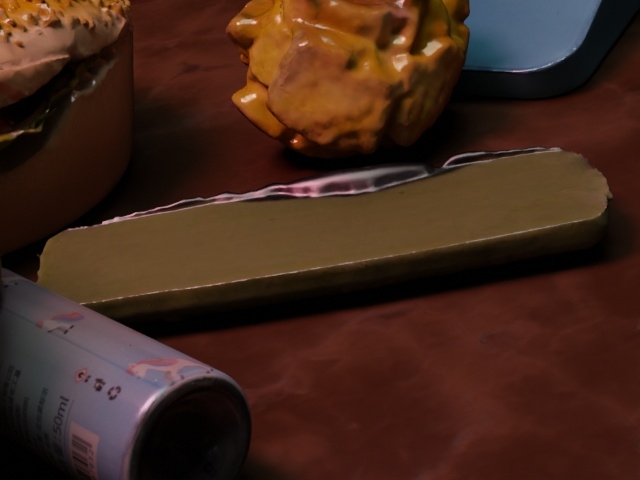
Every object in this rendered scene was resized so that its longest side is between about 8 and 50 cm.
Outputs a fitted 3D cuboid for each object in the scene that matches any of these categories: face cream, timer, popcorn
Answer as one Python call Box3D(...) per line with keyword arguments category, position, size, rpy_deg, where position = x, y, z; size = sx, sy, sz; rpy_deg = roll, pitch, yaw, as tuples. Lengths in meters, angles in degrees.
Box3D(category="face cream", position=(-0.134, 0.062, 0.692), size=(0.229, 0.075, 0.075), rpy_deg=(20, 41, 42))
Box3D(category="timer", position=(0.118, -0.180, 1.080), size=(0.232, 0.091, 0.250), rpy_deg=(8, 46, 28))
Box3D(category="popcorn", position=(0.018, -0.122, 0.922), size=(0.148, 0.152, 0.167), rpy_deg=(20, 54, 17))

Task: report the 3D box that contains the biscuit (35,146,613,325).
Box3D(category="biscuit", position=(0.000, 0.000, 0.801), size=(0.322, 0.038, 0.099), rpy_deg=(-9, 32, 0))

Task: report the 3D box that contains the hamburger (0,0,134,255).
Box3D(category="hamburger", position=(-0.256, -0.101, 0.926), size=(0.302, 0.170, 0.302), rpy_deg=(-7, 28, 4))
